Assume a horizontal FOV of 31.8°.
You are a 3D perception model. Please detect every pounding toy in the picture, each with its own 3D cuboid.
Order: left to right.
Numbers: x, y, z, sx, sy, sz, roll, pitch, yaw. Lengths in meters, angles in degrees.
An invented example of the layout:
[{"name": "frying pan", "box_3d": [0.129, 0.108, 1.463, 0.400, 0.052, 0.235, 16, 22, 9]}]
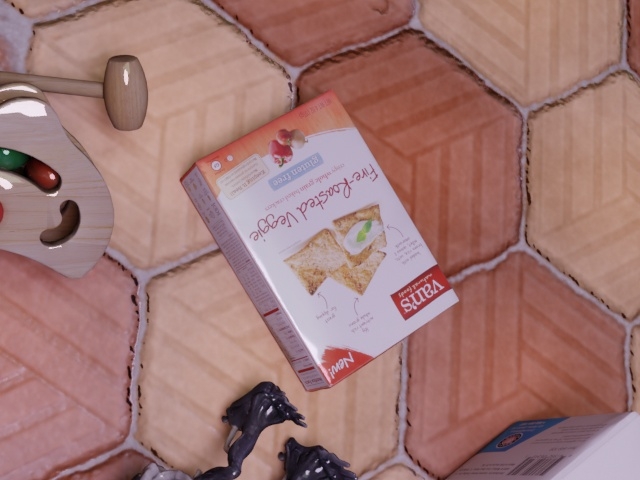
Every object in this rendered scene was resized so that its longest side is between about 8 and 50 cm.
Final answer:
[{"name": "pounding toy", "box_3d": [-0.265, -0.052, 0.937, 0.269, 0.155, 0.154, -17, 113, -15]}]

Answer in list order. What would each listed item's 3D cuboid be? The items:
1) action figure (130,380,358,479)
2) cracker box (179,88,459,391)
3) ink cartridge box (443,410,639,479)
[{"name": "action figure", "box_3d": [-0.104, 0.238, 0.896, 0.275, 0.141, 0.164, -41, 106, -25]}, {"name": "cracker box", "box_3d": [0.000, 0.000, 1.029, 0.155, 0.067, 0.232, -32, 91, -24]}, {"name": "ink cartridge box", "box_3d": [0.172, 0.304, 0.955, 0.270, 0.198, 0.197, -32, 92, -23]}]
